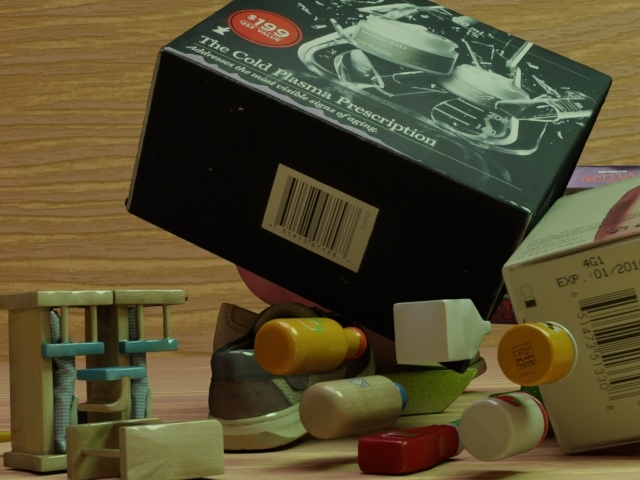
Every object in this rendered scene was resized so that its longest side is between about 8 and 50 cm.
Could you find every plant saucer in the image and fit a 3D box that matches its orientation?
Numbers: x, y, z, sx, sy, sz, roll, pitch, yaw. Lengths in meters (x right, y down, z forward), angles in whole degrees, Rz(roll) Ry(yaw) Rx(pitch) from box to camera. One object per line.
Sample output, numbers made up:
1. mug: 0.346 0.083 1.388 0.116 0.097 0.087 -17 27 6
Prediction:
1. plant saucer: 0.036 0.155 1.310 0.188 0.045 0.188 0 -4 -27

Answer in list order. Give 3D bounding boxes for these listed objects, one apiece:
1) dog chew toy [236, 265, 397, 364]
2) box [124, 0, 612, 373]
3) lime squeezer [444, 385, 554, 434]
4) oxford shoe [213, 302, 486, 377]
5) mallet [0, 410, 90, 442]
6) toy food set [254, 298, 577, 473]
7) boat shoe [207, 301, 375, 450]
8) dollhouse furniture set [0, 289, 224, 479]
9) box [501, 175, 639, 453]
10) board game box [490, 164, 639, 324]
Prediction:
1. dog chew toy: 0.000 0.000 1.400 0.332 0.206 0.207 26 12 30
2. box: 0.053 -0.092 1.185 0.343 0.179 0.312 25 34 11
3. lime squeezer: 0.174 0.145 1.087 0.110 0.059 0.310 -34 -10 14
4. oxford shoe: 0.042 0.121 1.494 0.348 0.130 0.123 0 -4 -27
5. mallet: -0.265 0.158 1.019 0.190 0.039 0.062 -6 -6 3
6. toy food set: 0.077 0.098 0.872 0.232 0.111 0.104 -7 -5 35
7. boat shoe: -0.021 0.099 1.111 0.103 0.092 0.285 1 12 21
8. dollhouse furniture set: -0.129 0.098 0.910 0.129 0.129 0.184 0 -5 -38
9. box: 0.241 0.044 0.975 0.127 0.148 0.232 -16 8 24
10. board game box: 0.253 0.009 1.467 0.347 0.208 0.056 0 42 16
